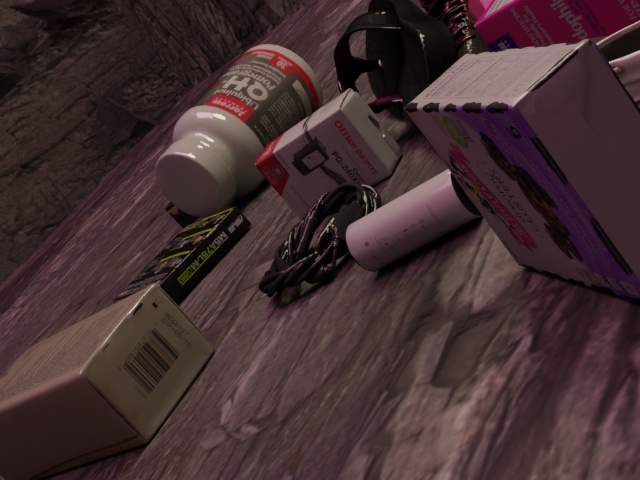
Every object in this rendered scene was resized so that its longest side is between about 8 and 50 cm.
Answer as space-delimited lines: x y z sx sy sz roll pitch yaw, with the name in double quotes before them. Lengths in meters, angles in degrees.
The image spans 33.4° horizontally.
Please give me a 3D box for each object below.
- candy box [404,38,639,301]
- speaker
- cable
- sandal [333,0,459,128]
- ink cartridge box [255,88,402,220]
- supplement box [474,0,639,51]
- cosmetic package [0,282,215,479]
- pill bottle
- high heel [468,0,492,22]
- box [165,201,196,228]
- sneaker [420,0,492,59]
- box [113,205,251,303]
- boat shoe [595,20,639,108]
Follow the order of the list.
"candy box" 0.160 -0.050 0.742 0.070 0.165 0.196 -41 15 -7
"speaker" 0.091 -0.020 1.032 0.136 0.055 0.055 -30 18 34
"cable" 0.000 0.000 1.232 0.150 0.047 0.184 -35 18 36
"sandal" 0.080 -0.232 1.380 0.107 0.168 0.446 -10 13 -5
"ink cartridge box" 0.010 -0.105 1.355 0.150 0.109 0.063 -31 17 32
"supplement box" 0.289 -0.255 1.113 0.220 0.111 0.114 -25 22 46
"cosmetic package" -0.285 0.178 1.266 0.309 0.113 0.160 -26 21 44
"pill bottle" -0.140 -0.182 1.806 0.176 0.176 0.318 -24 22 46
"high heel" 0.234 -0.346 1.330 0.117 0.082 0.244 116 149 -48
"box" -0.238 -0.073 1.968 0.062 0.052 0.083 -34 17 28
"sneaker" 0.163 -0.284 1.392 0.106 0.162 0.281 -33 17 26
"box" -0.214 0.035 1.629 0.184 0.045 0.190 -46 15 -29
"boat shoe" 0.308 -0.175 0.887 0.267 0.088 0.096 -28 19 38
